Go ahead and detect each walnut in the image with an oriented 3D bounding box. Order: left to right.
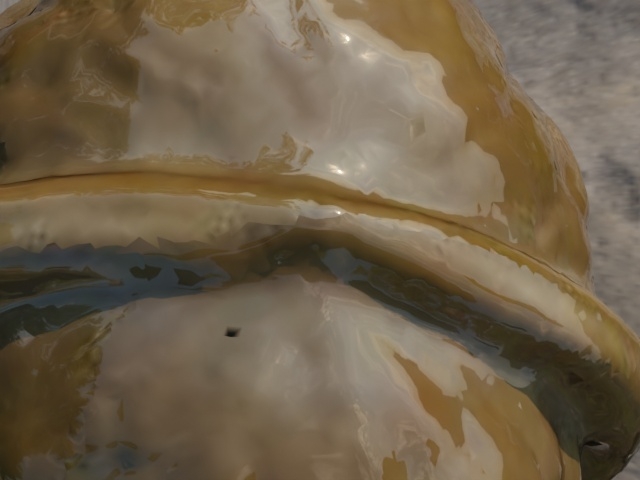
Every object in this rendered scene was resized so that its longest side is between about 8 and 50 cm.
[{"bbox_3d":[-0.031,0.038,0.630,0.285,0.285,0.296,8,68,-10],"label":"walnut"}]
